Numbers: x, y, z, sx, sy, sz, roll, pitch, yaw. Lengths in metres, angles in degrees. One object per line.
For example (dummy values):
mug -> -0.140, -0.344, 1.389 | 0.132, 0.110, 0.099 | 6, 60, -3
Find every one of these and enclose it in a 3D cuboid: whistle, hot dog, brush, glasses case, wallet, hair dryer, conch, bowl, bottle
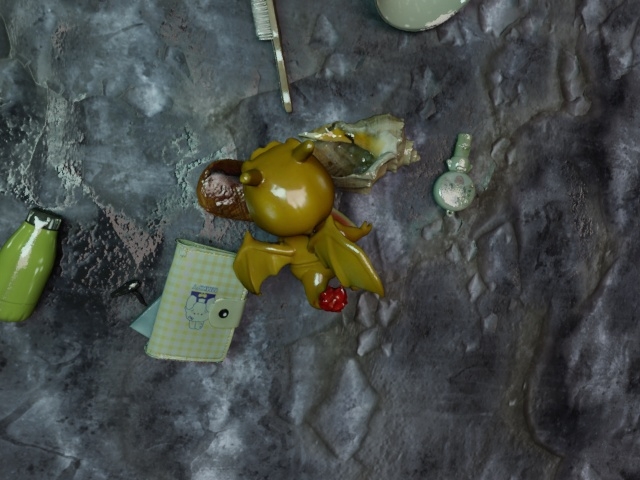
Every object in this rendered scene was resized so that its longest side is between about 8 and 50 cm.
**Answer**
whistle -> 0.416, -0.198, 1.289 | 0.126, 0.067, 0.257 | 12, 90, -5
hot dog -> -0.204, -0.127, 1.098 | 0.227, 0.099, 0.160 | 15, 93, -20
brush -> -0.126, -0.495, 1.094 | 0.065, 0.070, 0.327 | -10, 102, 4
glasses case -> -0.372, 0.144, 1.120 | 0.266, 0.056, 0.105 | -45, 131, -6
wallet -> -0.302, 0.164, 1.081 | 0.223, 0.077, 0.309 | 16, 104, -24
hair dryer -> -0.489, 0.147, 1.095 | 0.079, 0.031, 0.083 | -29, 113, 0
conch -> 0.096, -0.215, 1.119 | 0.324, 0.263, 0.186 | -2, 126, 19
bowl -> 0.270, -0.742, 1.092 | 0.338, 0.337, 0.157 | -11, 61, -14
bottle -> -0.684, 0.052, 0.978 | 0.112, 0.112, 0.260 | 24, 90, -18

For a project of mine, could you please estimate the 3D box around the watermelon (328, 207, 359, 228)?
watermelon -> -0.005, -0.006, 1.182 | 0.193, 0.137, 0.145 | 22, 126, -19

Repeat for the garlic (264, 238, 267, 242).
garlic -> -0.178, 0.067, 1.158 | 0.084, 0.066, 0.152 | 27, 88, 10

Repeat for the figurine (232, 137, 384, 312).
figurine -> -0.025, -0.031, 0.953 | 0.268, 0.401, 0.387 | -40, 117, -35
